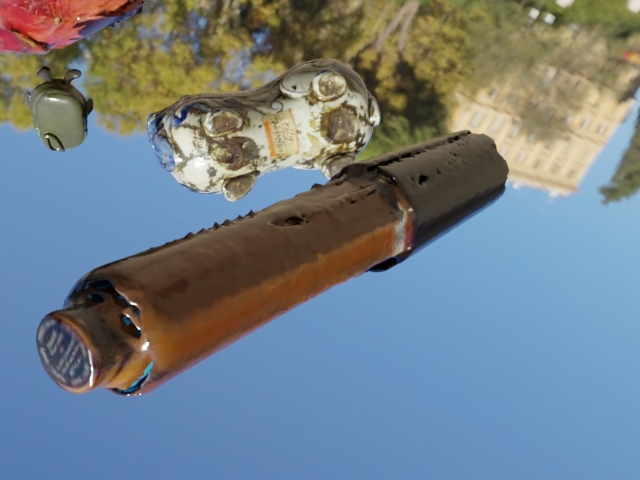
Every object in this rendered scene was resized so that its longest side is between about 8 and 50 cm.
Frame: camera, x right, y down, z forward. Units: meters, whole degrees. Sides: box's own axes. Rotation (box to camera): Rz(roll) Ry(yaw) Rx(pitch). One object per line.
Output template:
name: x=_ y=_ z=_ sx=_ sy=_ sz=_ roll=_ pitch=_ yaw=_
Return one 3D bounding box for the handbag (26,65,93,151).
handbag: x=-0.284 y=-0.136 z=1.120 sx=0.072 sy=0.111 sz=0.047 roll=5 pitch=-125 yaw=-3

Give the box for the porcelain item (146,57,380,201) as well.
porcelain item: x=-0.075 y=-0.145 z=1.307 sx=0.288 sy=0.138 sz=0.186 roll=-18 pitch=-156 yaw=-18

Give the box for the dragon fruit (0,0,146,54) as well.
dragon fruit: x=-0.342 y=-0.350 z=1.168 sx=0.302 sy=0.295 sz=0.295 roll=-5 pitch=-158 yaw=8

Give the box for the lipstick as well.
lipstick: x=0.000 y=0.000 z=0.643 sx=0.077 sy=0.077 sz=0.418 roll=38 pitch=-146 yaw=20
